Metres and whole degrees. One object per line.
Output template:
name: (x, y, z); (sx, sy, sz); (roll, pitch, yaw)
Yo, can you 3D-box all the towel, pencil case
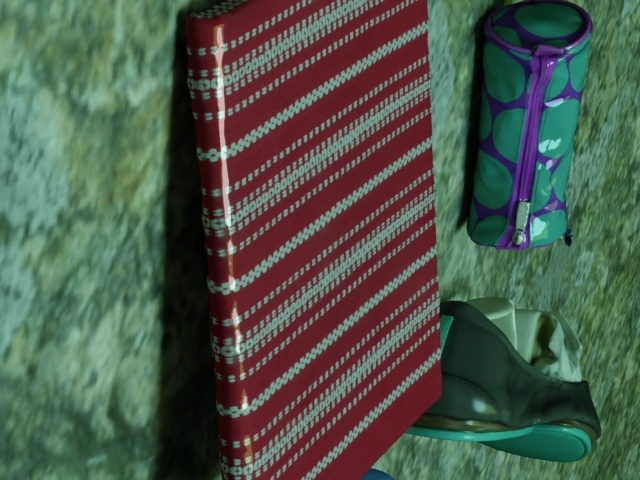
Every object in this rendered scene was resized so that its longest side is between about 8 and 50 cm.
towel: (0.000, 0.000, 0.910); (0.199, 0.031, 0.275); (-39, 132, -53)
pencil case: (0.123, -0.066, 1.161); (0.070, 0.064, 0.152); (-87, 179, -55)

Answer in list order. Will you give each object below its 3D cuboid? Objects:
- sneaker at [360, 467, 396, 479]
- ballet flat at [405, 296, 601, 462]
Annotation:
sneaker: (-0.001, 0.147, 1.014); (0.209, 0.069, 0.082); (-29, 129, -61)
ballet flat: (0.125, 0.088, 1.259); (0.280, 0.095, 0.096); (26, 70, -69)
